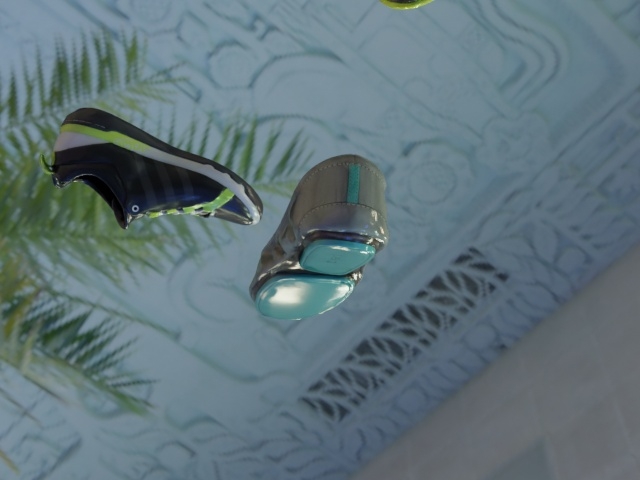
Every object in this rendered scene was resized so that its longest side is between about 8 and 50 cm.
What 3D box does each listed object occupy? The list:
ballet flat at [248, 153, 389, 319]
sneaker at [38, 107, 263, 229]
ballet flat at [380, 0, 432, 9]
[{"bbox_3d":[0.000,0.000,0.701,0.213,0.072,0.068,130,-35,-68],"label":"ballet flat"},{"bbox_3d":[-0.175,-0.049,1.078,0.084,0.234,0.097,-20,-131,65],"label":"sneaker"},{"bbox_3d":[0.088,-0.230,0.723,0.077,0.077,0.231,-5,-123,24],"label":"ballet flat"}]
